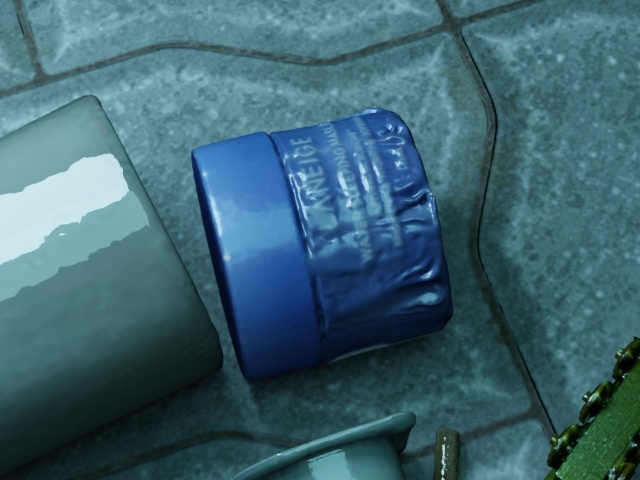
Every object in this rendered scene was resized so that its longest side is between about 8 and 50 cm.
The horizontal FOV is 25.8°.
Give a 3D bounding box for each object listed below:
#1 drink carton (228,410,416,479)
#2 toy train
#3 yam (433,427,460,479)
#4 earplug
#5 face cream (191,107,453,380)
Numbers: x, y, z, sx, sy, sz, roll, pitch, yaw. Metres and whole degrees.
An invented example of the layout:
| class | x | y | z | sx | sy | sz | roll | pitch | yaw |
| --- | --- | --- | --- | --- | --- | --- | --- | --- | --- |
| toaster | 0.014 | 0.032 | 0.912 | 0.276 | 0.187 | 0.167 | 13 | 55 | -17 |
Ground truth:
| class | x | y | z | sx | sy | sz | roll | pitch | yaw |
| --- | --- | --- | --- | --- | --- | --- | --- | --- | --- |
| drink carton | 0.026 | 0.292 | 1.350 | 0.191 | 0.185 | 0.190 | -17 | 76 | -8 |
| toy train | 0.297 | 0.199 | 1.400 | 0.090 | 0.137 | 0.225 | 34 | 65 | 21 |
| yam | 0.126 | 0.264 | 1.428 | 0.032 | 0.032 | 0.145 | 5 | 63 | 4 |
| earplug | -0.331 | 0.078 | 1.385 | 0.394 | 0.312 | 0.312 | -28 | 67 | -8 |
| face cream | 0.000 | 0.000 | 1.441 | 0.225 | 0.249 | 0.249 | -14 | 64 | -8 |
